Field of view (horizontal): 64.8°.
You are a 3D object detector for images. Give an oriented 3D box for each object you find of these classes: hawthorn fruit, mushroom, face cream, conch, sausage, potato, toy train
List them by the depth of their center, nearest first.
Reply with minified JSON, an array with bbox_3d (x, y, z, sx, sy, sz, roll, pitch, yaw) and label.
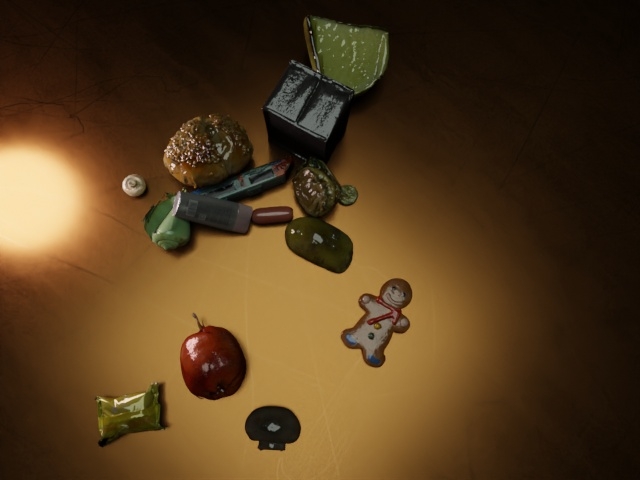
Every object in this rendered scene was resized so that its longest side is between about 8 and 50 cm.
[{"bbox_3d":[-0.160,0.616,1.661,0.188,0.117,0.141,2,64,2],"label":"mushroom"},{"bbox_3d":[-0.364,0.373,1.662,0.211,0.211,0.299,-22,68,-8],"label":"hawthorn fruit"},{"bbox_3d":[-0.376,-0.098,1.776,0.269,0.073,0.107,12,103,-28],"label":"face cream"},{"bbox_3d":[-0.543,-0.076,1.790,0.143,0.137,0.250,-23,66,15],"label":"conch"},{"bbox_3d":[0.000,0.000,1.816,0.272,0.111,0.160,28,78,4],"label":"potato"},{"bbox_3d":[-0.682,-0.202,1.848,0.084,0.067,0.083,3,76,-10],"label":"mushroom"},{"bbox_3d":[-0.177,-0.093,1.851,0.154,0.062,0.062,-5,77,-4],"label":"sausage"},{"bbox_3d":[-0.280,-0.201,1.860,0.409,0.086,0.089,-21,79,-8],"label":"toy train"},{"bbox_3d":[0.081,-0.682,1.961,0.330,0.213,0.280,2,94,-12],"label":"potato"}]

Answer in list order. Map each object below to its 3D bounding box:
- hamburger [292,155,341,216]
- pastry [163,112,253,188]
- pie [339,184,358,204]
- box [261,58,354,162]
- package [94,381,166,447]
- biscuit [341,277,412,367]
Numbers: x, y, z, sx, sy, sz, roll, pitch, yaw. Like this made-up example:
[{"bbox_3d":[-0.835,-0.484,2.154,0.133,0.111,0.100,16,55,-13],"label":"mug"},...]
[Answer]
[{"bbox_3d":[-0.011,-0.192,1.839,0.130,0.183,0.206,-21,73,-43],"label":"hamburger"},{"bbox_3d":[-0.406,-0.336,1.800,0.316,0.184,0.284,-25,55,-15],"label":"pastry"},{"bbox_3d":[0.102,-0.172,1.908,0.084,0.021,0.084,2,72,-5],"label":"pie"},{"bbox_3d":[-0.045,-0.435,1.803,0.251,0.345,0.204,29,82,3],"label":"box"},{"bbox_3d":[-0.622,0.569,1.650,0.226,0.090,0.168,-11,80,-3],"label":"package"},{"bbox_3d":[0.217,0.271,1.794,0.205,0.049,0.324,37,75,7],"label":"biscuit"}]
